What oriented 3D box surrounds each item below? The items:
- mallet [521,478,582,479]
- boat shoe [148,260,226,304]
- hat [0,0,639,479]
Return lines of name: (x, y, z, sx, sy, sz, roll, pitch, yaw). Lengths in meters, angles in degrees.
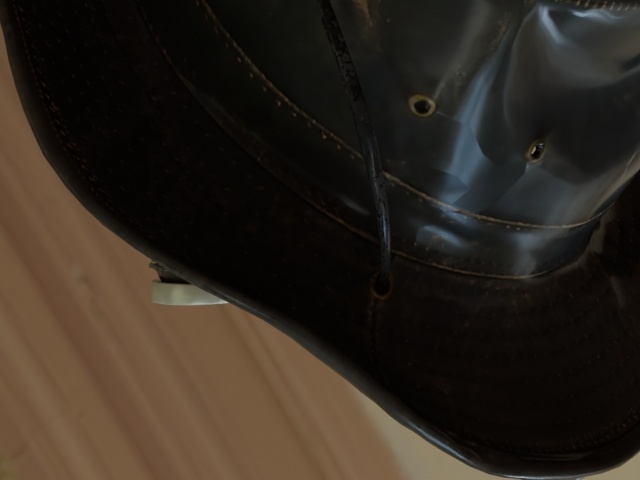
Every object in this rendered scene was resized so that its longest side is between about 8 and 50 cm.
mallet: (0.215, 0.149, 1.664, 0.062, 0.039, 0.190, -13, -70, -20)
boat shoe: (0.000, 0.000, 1.177, 0.227, 0.081, 0.069, -5, -87, -14)
hat: (0.051, -0.091, 0.585, 0.331, 0.134, 0.331, 30, -140, -28)
